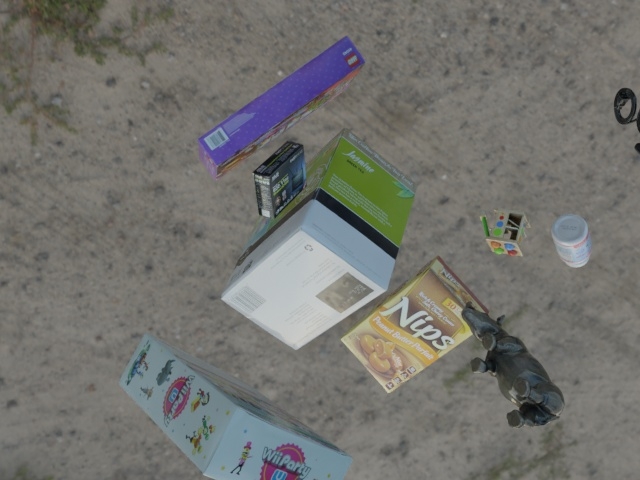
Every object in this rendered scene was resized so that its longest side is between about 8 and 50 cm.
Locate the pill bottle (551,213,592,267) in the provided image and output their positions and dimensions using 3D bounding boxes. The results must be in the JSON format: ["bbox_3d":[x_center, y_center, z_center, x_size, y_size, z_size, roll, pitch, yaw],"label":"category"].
[{"bbox_3d":[0.634,0.005,1.914,0.087,0.087,0.160,-36,144,4],"label":"pill bottle"}]

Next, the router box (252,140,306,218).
[{"bbox_3d":[-0.072,-0.111,1.380,0.122,0.038,0.092,-50,146,-43],"label":"router box"}]

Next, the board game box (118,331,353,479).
[{"bbox_3d":[-0.132,0.260,1.103,0.224,0.303,0.098,34,81,-35],"label":"board game box"}]

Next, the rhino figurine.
[{"bbox_3d":[0.278,0.179,1.146,0.106,0.243,0.073,17,121,-35],"label":"rhino figurine"}]

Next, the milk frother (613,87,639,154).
[{"bbox_3d":[0.663,-0.241,1.483,0.134,0.143,0.129,4,150,-33],"label":"milk frother"}]

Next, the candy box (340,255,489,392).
[{"bbox_3d":[0.221,0.203,1.816,0.316,0.183,0.087,-42,180,31],"label":"candy box"}]

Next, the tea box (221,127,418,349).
[{"bbox_3d":[0.000,0.000,1.630,0.220,0.324,0.329,37,135,-15],"label":"tea box"}]

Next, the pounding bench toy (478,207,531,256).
[{"bbox_3d":[0.292,-0.013,1.251,0.052,0.083,0.065,45,61,-53],"label":"pounding bench toy"}]

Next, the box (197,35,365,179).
[{"bbox_3d":[-0.072,-0.214,1.279,0.293,0.201,0.057,-36,94,-7],"label":"box"}]
